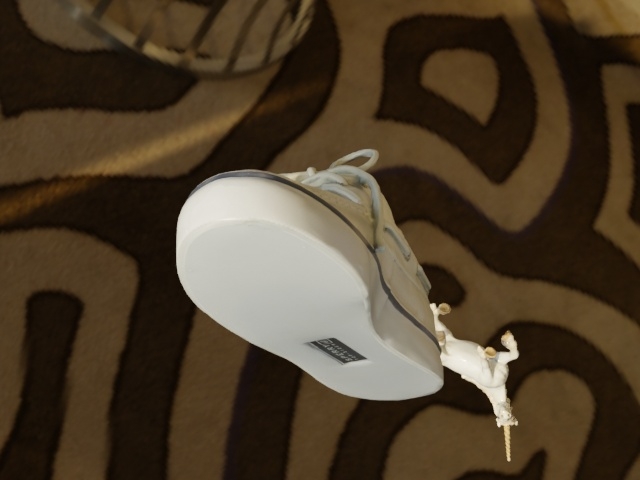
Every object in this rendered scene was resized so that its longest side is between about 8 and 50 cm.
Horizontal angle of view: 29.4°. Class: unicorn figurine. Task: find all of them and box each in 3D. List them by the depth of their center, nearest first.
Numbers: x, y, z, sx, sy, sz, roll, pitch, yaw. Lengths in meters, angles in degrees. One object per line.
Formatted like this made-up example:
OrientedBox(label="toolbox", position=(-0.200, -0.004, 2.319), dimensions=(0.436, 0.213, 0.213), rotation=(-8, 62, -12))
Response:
OrientedBox(label="unicorn figurine", position=(0.151, 0.122, 1.199), dimensions=(0.060, 0.111, 0.162), rotation=(-39, 65, -22))

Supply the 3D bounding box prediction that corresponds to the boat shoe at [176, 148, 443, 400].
OrientedBox(label="boat shoe", position=(0.009, -0.001, 0.923), dimensions=(0.367, 0.135, 0.156), rotation=(41, 44, -55))
